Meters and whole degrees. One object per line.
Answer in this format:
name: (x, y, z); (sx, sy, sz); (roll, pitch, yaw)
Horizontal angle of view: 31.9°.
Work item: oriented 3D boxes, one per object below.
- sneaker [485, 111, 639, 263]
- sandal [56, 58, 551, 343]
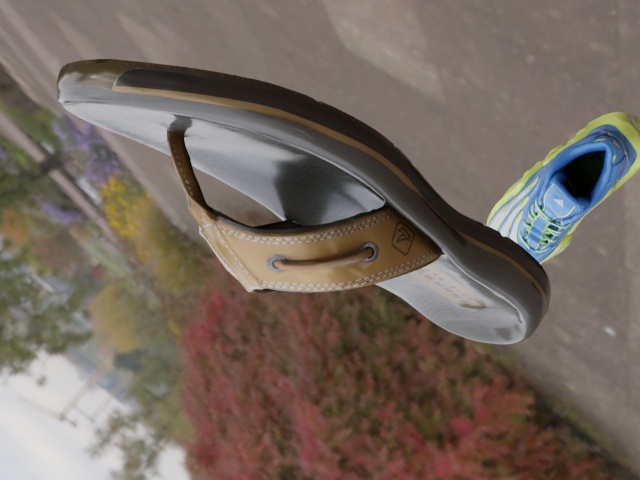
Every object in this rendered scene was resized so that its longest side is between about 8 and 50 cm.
sneaker: (0.238, -0.041, 1.180); (0.091, 0.240, 0.126); (46, -150, 13)
sandal: (0.000, 0.000, 0.413); (0.219, 0.060, 0.090); (33, 160, -36)
